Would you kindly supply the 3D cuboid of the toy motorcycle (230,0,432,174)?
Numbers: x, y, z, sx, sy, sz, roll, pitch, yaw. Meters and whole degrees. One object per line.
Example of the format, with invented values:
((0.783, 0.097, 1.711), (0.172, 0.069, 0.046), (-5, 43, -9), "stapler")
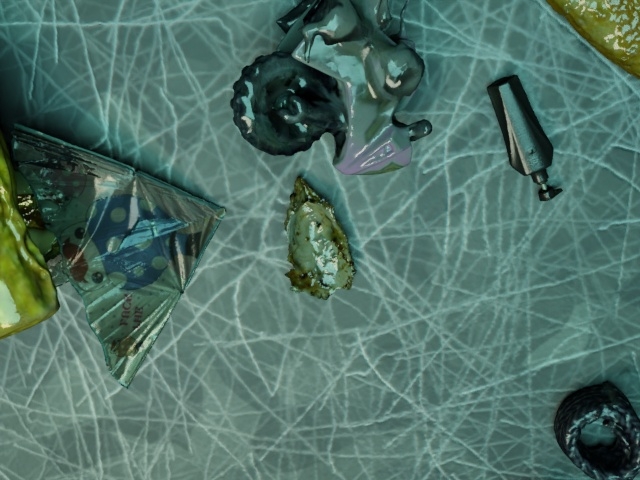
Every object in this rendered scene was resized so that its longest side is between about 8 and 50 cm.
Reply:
((0.065, -0.197, 1.082), (0.188, 0.143, 0.327), (38, 90, -19), "toy motorcycle")

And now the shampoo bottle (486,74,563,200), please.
((0.214, -0.104, 1.158), (0.048, 0.027, 0.137), (-22, 107, 10), "shampoo bottle")

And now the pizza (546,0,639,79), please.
((0.398, -0.273, 1.080), (0.280, 0.075, 0.287), (34, 104, -14), "pizza")

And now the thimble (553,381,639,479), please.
((0.314, 0.220, 1.244), (0.095, 0.066, 0.104), (-14, 108, 3), "thimble")

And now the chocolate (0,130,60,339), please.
((-0.375, -0.116, 1.057), (0.162, 0.162, 0.445), (-28, 93, 10), "chocolate")

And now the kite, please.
((-0.250, 0.020, 1.185), (0.314, 0.011, 0.335), (-22, 116, -6), "kite")

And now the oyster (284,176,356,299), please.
((0.000, 0.000, 1.198), (0.086, 0.029, 0.132), (7, 105, -8), "oyster")

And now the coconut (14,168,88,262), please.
((-0.336, -0.020, 1.177), (0.158, 0.055, 0.133), (17, 108, -21), "coconut")
